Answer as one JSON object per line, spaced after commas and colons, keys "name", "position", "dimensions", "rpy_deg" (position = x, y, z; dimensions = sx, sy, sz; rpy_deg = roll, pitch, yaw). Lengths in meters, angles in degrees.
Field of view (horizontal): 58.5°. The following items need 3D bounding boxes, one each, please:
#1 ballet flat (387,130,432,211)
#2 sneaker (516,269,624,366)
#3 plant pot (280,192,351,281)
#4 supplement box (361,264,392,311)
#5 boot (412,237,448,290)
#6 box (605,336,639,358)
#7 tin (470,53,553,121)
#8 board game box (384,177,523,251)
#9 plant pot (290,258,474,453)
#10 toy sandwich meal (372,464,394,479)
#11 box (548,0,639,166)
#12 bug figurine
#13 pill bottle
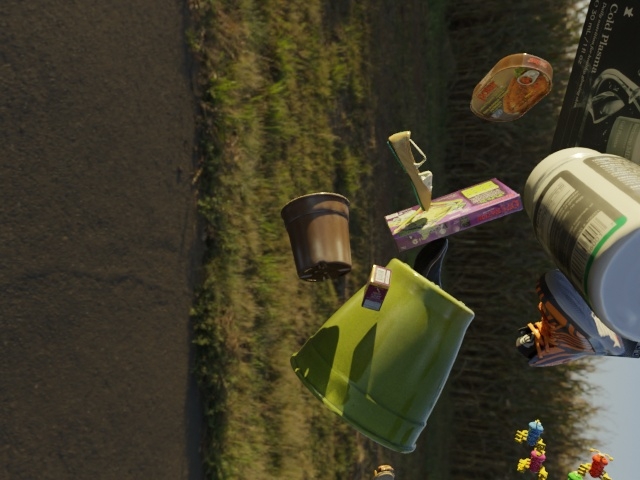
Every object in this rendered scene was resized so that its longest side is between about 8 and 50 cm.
{"name": "ballet flat", "position": [0.261, -0.188, 1.546], "dimensions": [0.232, 0.073, 0.080], "rpy_deg": [60, 14, -15]}
{"name": "sneaker", "position": [0.461, 0.178, 1.133], "dimensions": [0.321, 0.180, 0.124], "rpy_deg": [37, 39, -36]}
{"name": "plant pot", "position": [0.000, 0.000, 1.327], "dimensions": [0.167, 0.167, 0.165], "rpy_deg": [45, 32, -62]}
{"name": "supplement box", "position": [0.120, 0.103, 1.222], "dimensions": [0.055, 0.043, 0.083], "rpy_deg": [-74, 180, -47]}
{"name": "boot", "position": [0.332, 0.102, 1.655], "dimensions": [0.137, 0.077, 0.197], "rpy_deg": [44, 75, -27]}
{"name": "box", "position": [0.836, 0.239, 1.606], "dimensions": [0.045, 0.191, 0.184], "rpy_deg": [-102, -160, -65]}
{"name": "tin", "position": [0.356, -0.285, 1.076], "dimensions": [0.189, 0.106, 0.040], "rpy_deg": [132, -29, -71]}
{"name": "board game box", "position": [0.362, -0.077, 1.606], "dimensions": [0.208, 0.347, 0.056], "rpy_deg": [-89, 160, -75]}
{"name": "plant pot", "position": [0.176, 0.247, 1.384], "dimensions": [0.353, 0.367, 0.366], "rpy_deg": [-55, 157, 2]}
{"name": "toy sandwich meal", "position": [0.200, 0.764, 1.844], "dimensions": [0.029, 0.086, 0.085], "rpy_deg": [-120, -165, -58]}
{"name": "box", "position": [0.853, -0.319, 1.363], "dimensions": [0.471, 0.298, 0.479], "rpy_deg": [-123, -149, -55]}
{"name": "bug figurine", "position": [0.730, 0.673, 1.743], "dimensions": [0.072, 0.279, 0.216], "rpy_deg": [-33, 139, -48]}
{"name": "pill bottle", "position": [0.461, -0.018, 0.903], "dimensions": [0.361, 0.204, 0.204], "rpy_deg": [-86, 168, -65]}
